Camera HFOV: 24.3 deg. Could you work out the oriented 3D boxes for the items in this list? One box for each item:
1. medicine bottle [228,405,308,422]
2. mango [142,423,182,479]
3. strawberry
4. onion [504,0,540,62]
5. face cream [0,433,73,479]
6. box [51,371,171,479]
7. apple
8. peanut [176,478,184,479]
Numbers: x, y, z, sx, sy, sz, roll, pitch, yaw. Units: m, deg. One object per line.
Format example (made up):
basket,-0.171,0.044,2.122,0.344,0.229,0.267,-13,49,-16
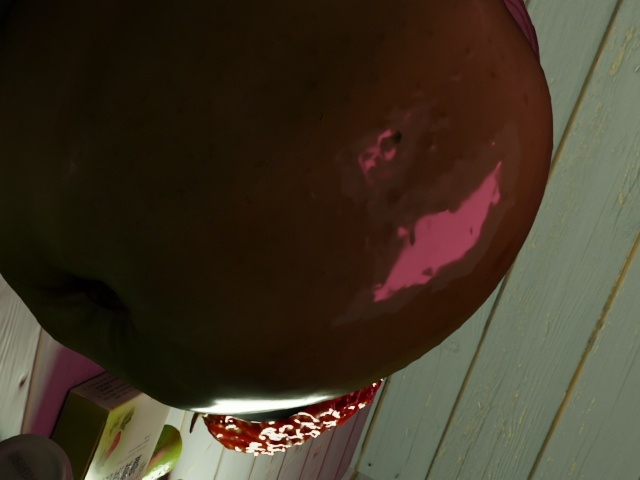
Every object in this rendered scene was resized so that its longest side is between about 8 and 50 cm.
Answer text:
medicine bottle,-0.056,0.043,2.025,0.395,0.242,0.243,-73,180,-54
mango,-0.240,0.309,2.140,0.108,0.056,0.073,-50,156,-45
strawberry,-0.067,0.203,2.263,0.343,0.292,0.292,-46,174,16
onion,0.205,-0.281,2.409,0.282,0.260,0.337,-52,128,-44
face cream,-0.321,0.313,1.670,0.101,0.101,0.252,-58,167,-30
box,-0.268,0.250,1.876,0.175,0.062,0.260,-67,169,12
apple,-0.054,-0.079,1.217,0.474,0.473,0.474,-60,168,-22
peanut,-0.234,0.465,2.423,0.087,0.087,0.207,-55,166,-40
